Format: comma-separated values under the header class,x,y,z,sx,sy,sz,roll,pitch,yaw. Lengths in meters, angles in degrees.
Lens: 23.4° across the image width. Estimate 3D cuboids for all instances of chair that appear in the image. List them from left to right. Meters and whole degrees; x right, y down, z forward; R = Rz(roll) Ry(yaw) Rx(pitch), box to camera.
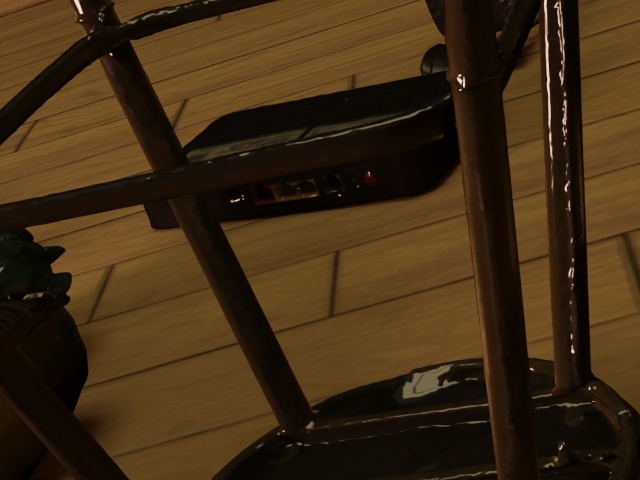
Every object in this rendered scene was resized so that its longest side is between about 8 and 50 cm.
class,x,y,z,sx,sy,sz,roll,pitch,yaw
chair,0.000,0.000,0.866,0.364,0.410,0.362,-12,23,20
chair,0.181,-0.292,1.825,0.140,0.145,0.221,-11,23,24

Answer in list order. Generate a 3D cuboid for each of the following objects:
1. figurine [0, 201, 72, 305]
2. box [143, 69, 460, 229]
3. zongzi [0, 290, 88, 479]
class,x,y,z,sx,sy,sz,roll,pitch,yaw
figurine,-0.379,0.087,1.312,0.261,0.186,0.382,-19,11,44
box,-0.006,-0.095,1.623,0.350,0.058,0.211,-6,26,32
zongzi,-0.360,0.156,1.177,0.317,0.154,0.289,-11,16,22
